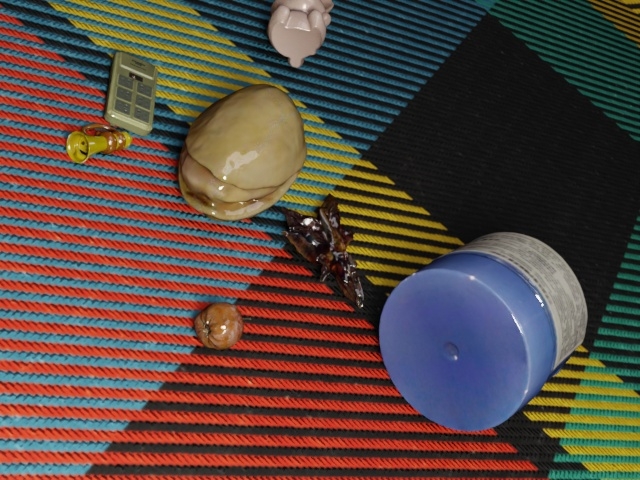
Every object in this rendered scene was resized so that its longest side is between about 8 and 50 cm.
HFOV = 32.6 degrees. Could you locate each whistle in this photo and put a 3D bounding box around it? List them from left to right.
[{"bbox_3d":[-0.321,-0.142,1.584,0.109,0.057,0.046,-24,116,-59],"label":"whistle"}]

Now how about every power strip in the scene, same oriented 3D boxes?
[{"bbox_3d":[-0.291,-0.232,1.694,0.076,0.028,0.169,20,42,-24],"label":"power strip"}]

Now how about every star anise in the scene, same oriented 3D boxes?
[{"bbox_3d":[-0.003,0.002,1.695,0.157,0.053,0.212,22,43,-25],"label":"star anise"}]

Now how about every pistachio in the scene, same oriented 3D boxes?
[{"bbox_3d":[-0.114,-0.139,1.651,0.181,0.162,0.293,22,42,2],"label":"pistachio"}]

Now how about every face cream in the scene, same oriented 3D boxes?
[{"bbox_3d":[0.246,0.129,1.627,0.249,0.249,0.225,52,39,13],"label":"face cream"}]

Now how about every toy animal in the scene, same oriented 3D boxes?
[{"bbox_3d":[-0.043,-0.419,2.028,0.124,0.124,0.212,28,33,-17],"label":"toy animal"}]

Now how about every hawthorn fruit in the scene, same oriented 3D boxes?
[{"bbox_3d":[-0.122,0.110,1.478,0.067,0.067,0.103,52,37,13],"label":"hawthorn fruit"}]
